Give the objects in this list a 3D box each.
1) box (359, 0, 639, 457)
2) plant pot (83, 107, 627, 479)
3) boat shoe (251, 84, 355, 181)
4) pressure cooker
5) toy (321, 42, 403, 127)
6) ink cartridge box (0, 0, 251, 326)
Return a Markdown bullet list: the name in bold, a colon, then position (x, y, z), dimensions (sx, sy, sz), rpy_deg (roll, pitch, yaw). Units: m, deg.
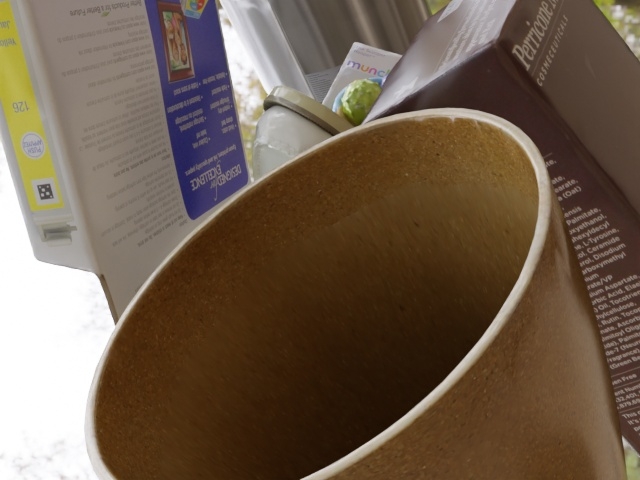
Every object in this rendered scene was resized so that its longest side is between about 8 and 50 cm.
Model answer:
- **box**: position (0.220, -0.022, 0.736), dimensions (0.381, 0.143, 0.191), rpy_deg (45, -138, -15)
- **plant pot**: position (0.057, 0.105, 0.476), dimensions (0.254, 0.237, 0.237), rpy_deg (52, -134, -29)
- **boat shoe**: position (0.000, 0.000, 0.721), dimensions (0.103, 0.113, 0.302), rpy_deg (-53, -24, -14)
- **pressure cooker**: position (-0.005, -0.491, 1.726), dimensions (0.370, 0.375, 0.420), rpy_deg (-39, -50, -13)
- **toy**: position (0.063, -0.120, 0.938), dimensions (0.056, 0.137, 0.237), rpy_deg (101, -169, -56)
- **ink cartridge box**: position (-0.154, -0.097, 0.798), dimensions (0.303, 0.072, 0.307), rpy_deg (-46, -50, -65)
